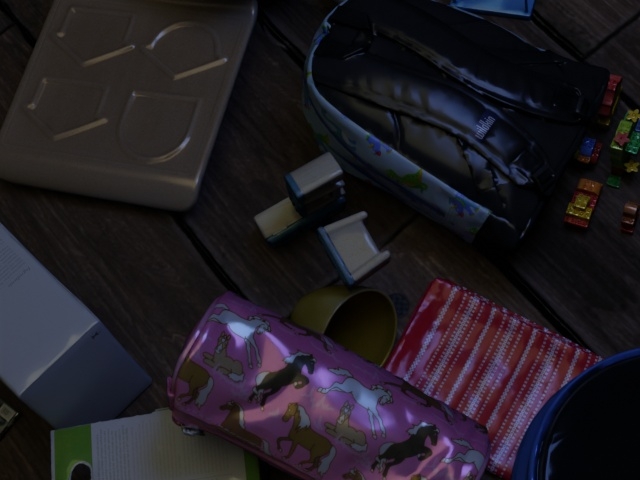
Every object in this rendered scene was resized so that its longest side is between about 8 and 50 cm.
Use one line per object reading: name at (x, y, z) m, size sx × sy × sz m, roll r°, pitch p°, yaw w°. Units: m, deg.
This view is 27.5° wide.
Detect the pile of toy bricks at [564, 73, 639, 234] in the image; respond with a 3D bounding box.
pile of toy bricks at (0.389, -0.118, 1.691) m, size 0.118 × 0.105 × 0.212 m, roll 17°, pitch 69°, yaw 18°

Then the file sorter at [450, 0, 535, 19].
file sorter at (0.257, -0.420, 1.863) m, size 0.118 × 0.104 × 0.170 m, roll 11°, pitch 68°, yaw 17°

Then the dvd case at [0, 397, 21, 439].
dvd case at (-0.469, 0.255, 1.742) m, size 0.087 × 0.013 × 0.119 m, roll 31°, pitch 76°, yaw 23°

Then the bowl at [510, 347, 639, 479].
bowl at (0.412, 0.293, 1.465) m, size 0.391 × 0.077 × 0.391 m, roll 0°, pitch 58°, yaw 0°

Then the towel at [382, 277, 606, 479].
towel at (0.216, 0.180, 1.629) m, size 0.275 × 0.031 × 0.199 m, roll 26°, pitch 74°, yaw 21°

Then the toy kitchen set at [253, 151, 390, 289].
toy kitchen set at (0.000, 0.000, 1.678) m, size 0.122 × 0.207 × 0.166 m, roll -29°, pitch 81°, yaw -3°

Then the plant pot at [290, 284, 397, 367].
plant pot at (0.018, 0.110, 1.659) m, size 0.095 × 0.134 × 0.134 m, roll 24°, pitch 70°, yaw 44°

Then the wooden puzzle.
wooden puzzle at (-0.276, -0.218, 1.897) m, size 0.322 × 0.080 × 0.347 m, roll 10°, pitch 72°, yaw 16°

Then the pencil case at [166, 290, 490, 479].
pencil case at (0.011, 0.212, 1.522) m, size 0.386 × 0.160 × 0.167 m, roll 27°, pitch 108°, yaw -1°

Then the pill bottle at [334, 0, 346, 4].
pill bottle at (0.053, -0.413, 1.893) m, size 0.118 × 0.117 × 0.208 m, roll -19°, pitch 62°, yaw 3°

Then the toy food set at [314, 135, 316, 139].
toy food set at (0.036, -0.148, 1.826) m, size 0.083 × 0.020 × 0.082 m, roll 33°, pitch 75°, yaw 23°

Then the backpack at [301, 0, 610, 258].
backpack at (0.142, -0.171, 1.701) m, size 0.356 × 0.273 × 0.290 m, roll 30°, pitch 74°, yaw -4°

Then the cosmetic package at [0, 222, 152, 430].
cosmetic package at (-0.361, 0.122, 1.665) m, size 0.225 × 0.224 × 0.138 m, roll 38°, pitch 77°, yaw 25°

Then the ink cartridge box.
ink cartridge box at (-0.193, 0.309, 1.604) m, size 0.255 × 0.097 × 0.188 m, roll -9°, pitch 63°, yaw 3°
